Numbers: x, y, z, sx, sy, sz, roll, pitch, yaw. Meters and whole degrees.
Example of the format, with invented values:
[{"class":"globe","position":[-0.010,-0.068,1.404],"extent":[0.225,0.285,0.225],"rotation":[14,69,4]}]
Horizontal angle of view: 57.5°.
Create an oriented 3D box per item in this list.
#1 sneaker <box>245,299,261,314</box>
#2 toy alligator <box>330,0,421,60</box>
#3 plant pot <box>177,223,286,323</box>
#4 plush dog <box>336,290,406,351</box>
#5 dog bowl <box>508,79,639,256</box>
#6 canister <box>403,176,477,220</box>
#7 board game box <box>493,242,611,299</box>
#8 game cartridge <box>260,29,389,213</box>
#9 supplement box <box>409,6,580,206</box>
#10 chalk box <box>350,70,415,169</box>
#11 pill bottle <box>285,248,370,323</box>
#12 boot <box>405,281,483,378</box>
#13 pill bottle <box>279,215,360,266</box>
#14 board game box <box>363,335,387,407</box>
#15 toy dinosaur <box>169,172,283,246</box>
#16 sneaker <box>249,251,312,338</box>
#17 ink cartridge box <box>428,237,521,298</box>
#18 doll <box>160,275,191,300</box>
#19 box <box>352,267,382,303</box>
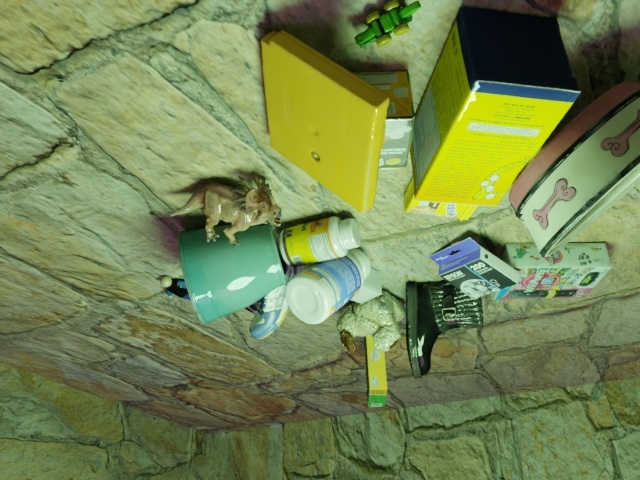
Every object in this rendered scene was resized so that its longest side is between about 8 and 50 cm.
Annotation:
[{"class":"sneaker","position":[-0.209,0.154,1.898],"extent":[0.331,0.122,0.146],"rotation":[24,143,-36]},{"class":"toy alligator","position":[0.105,-0.385,1.073],"extent":[0.190,0.056,0.051],"rotation":[-23,-177,32]},{"class":"plant pot","position":[-0.237,0.072,1.649],"extent":[0.255,0.271,0.271],"rotation":[-15,149,-4]},{"class":"plush dog","position":[0.153,0.269,2.044],"extent":[0.225,0.262,0.210],"rotation":[-29,106,25]},{"class":"dog bowl","position":[0.568,-0.154,1.209],"extent":[0.408,0.150,0.408],"rotation":[-34,160,-15]},{"class":"canister","position":[0.312,-0.113,1.510],"extent":[0.170,0.073,0.126],"rotation":[5,148,-7]},{"class":"board game box","position":[0.720,0.099,1.853],"extent":[0.303,0.097,0.224],"rotation":[0,149,1]},{"class":"game cartridge","position":[0.004,-0.231,1.163],"extent":[0.285,0.053,0.323],"rotation":[38,154,20]},{"class":"supplement box","position":[0.320,-0.248,1.164],"extent":[0.195,0.194,0.356],"rotation":[4,149,-8]},{"class":"chalk box","position":[0.119,-0.237,1.242],"extent":[0.132,0.132,0.213],"rotation":[-2,150,-1]},{"class":"pill bottle","position":[0.034,0.121,1.709],"extent":[0.152,0.152,0.272],"rotation":[-33,179,42]},{"class":"boot","position":[0.425,0.302,1.986],"extent":[0.260,0.348,0.131],"rotation":[-1,-173,5]},{"class":"pill bottle","position":[0.000,0.000,1.648],"extent":[0.215,0.117,0.117],"rotation":[-13,147,19]},{"class":"board game box","position":[0.204,0.443,2.203],"extent":[0.064,0.316,0.242],"rotation":[-3,150,2]},{"class":"toy dinosaur","position":[-0.231,-0.095,1.492],"extent":[0.296,0.127,0.200],"rotation":[13,141,1]},{"class":"sneaker","position":[-0.154,0.163,1.822],"extent":[0.131,0.296,0.112],"rotation":[34,176,-36]},{"class":"ink cartridge box","position":[0.463,0.090,1.785],"extent":[0.208,0.045,0.206],"rotation":[34,150,-12]},{"class":"doll","position":[-0.473,0.173,1.999],"extent":[0.129,0.046,0.189],"rotation":[-21,144,29]},{"class":"box","position":[0.132,0.142,1.919],"extent":[0.102,0.087,0.101],"rotation":[24,142,-34]}]
